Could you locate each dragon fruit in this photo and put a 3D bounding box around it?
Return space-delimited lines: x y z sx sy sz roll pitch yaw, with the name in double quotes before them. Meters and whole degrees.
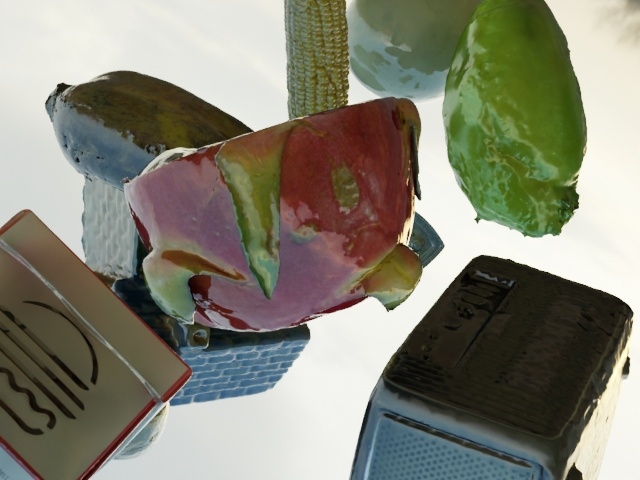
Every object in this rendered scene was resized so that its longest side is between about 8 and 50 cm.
"dragon fruit" -0.037 -0.011 1.334 0.290 0.290 0.189 -26 -78 -72

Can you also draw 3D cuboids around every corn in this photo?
"corn" -0.004 -0.221 1.702 0.080 0.238 0.080 0 -142 0

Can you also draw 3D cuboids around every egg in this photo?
"egg" 0.151 -0.323 2.276 0.219 0.219 0.269 41 -148 23

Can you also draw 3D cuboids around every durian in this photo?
"durian" 0.276 -0.192 2.072 0.256 0.204 0.340 -51 -52 -59

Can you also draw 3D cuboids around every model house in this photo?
"model house" -0.211 0.069 2.573 0.395 0.445 0.400 -1 -175 -29

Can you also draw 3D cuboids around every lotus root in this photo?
"lotus root" -0.256 -0.153 2.211 0.397 0.179 0.196 22 -163 27

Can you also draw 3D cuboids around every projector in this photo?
"projector" 0.190 0.276 1.652 0.242 0.405 0.395 18 -153 18

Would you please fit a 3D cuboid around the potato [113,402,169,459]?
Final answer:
"potato" -0.322 0.233 2.229 0.178 0.235 0.160 -10 -162 10

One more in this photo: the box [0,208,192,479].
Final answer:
"box" -0.416 0.211 1.872 0.314 0.312 0.300 45 -141 -1

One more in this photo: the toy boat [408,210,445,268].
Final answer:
"toy boat" 0.000 0.000 1.766 0.319 0.141 0.092 2 -168 -16
